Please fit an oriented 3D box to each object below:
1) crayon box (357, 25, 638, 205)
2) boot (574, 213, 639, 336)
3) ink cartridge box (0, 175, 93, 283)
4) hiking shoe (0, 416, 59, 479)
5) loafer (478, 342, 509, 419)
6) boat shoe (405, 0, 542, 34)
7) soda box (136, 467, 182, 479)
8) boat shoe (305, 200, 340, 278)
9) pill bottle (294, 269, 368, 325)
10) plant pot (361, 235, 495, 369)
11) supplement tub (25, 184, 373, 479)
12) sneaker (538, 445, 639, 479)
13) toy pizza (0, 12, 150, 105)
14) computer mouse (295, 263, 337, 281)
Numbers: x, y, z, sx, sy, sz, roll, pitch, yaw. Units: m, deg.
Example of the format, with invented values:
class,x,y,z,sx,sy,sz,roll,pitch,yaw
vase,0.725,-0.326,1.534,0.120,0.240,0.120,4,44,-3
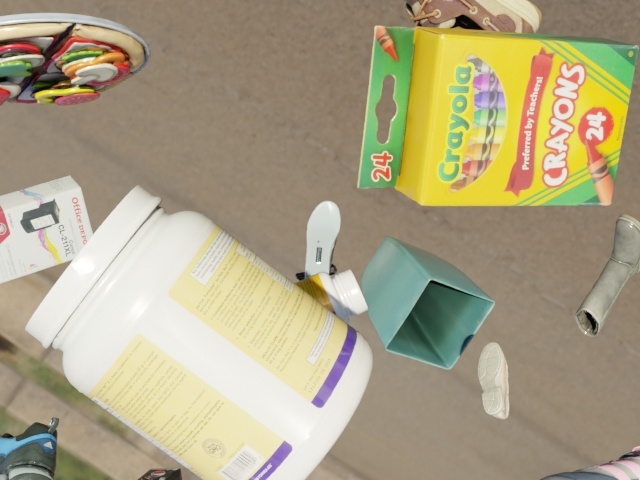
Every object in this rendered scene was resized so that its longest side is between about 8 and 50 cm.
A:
class,x,y,z,sx,sy,sz,roll,pitch,yaw
crayon box,0.212,-0.145,1.201,0.319,0.202,0.081,-2,-162,-19
boot,0.597,0.073,2.084,0.076,0.208,0.189,28,152,42
ink cartridge box,-0.482,-0.021,1.705,0.072,0.175,0.127,36,141,55
hiking shoe,-0.553,0.404,1.727,0.304,0.132,0.113,-21,134,29
loafer,0.278,0.224,1.592,0.045,0.125,0.039,-22,137,32
boat shoe,0.210,-0.402,1.720,0.342,0.123,0.123,25,168,-11
soda box,-0.251,0.459,1.638,0.060,0.053,0.168,-4,99,20
boat shoe,0.000,0.000,2.050,0.065,0.183,0.083,10,-164,-1
pill bottle,-0.026,0.133,1.849,0.117,0.215,0.117,156,90,-89
plant pot,0.187,0.102,1.958,0.166,0.165,0.234,21,-160,-30
supplement tub,-0.133,0.118,1.132,0.331,0.241,0.241,38,158,-7
sneaker,0.455,0.368,1.505,0.319,0.131,0.112,5,124,-6
toy pizza,-0.249,-0.147,0.883,0.201,0.032,0.201,-9,172,-1
computer mouse,-0.015,0.127,2.477,0.042,0.106,0.193,56,156,34
